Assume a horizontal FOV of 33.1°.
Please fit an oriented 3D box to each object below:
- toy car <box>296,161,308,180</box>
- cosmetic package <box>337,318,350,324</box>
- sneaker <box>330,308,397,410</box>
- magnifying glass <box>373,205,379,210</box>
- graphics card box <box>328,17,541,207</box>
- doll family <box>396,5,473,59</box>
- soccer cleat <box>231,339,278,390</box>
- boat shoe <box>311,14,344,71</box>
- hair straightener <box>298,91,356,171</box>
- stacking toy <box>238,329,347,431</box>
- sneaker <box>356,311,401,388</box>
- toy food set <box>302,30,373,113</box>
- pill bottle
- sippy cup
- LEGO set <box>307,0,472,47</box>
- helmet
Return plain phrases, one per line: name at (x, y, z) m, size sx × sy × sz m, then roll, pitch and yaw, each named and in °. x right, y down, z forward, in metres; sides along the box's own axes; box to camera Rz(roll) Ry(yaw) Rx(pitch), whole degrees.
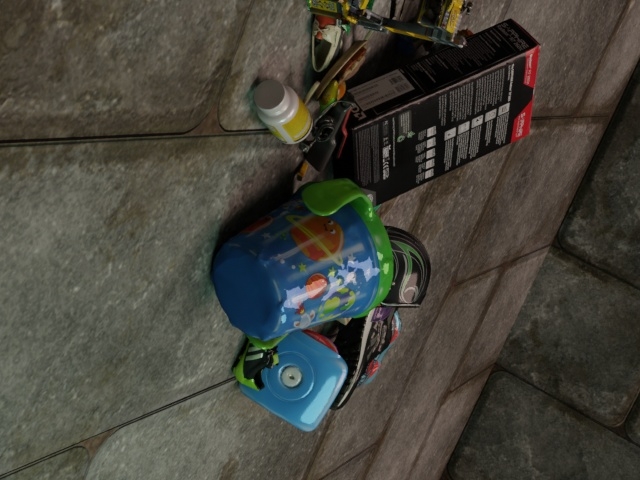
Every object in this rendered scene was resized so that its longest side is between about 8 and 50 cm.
toy car at (0.000, -0.093, 1.823) m, size 0.122 × 0.060 × 0.041 m, roll 70°, pitch 40°, yaw -64°
cosmetic package at (0.035, 0.116, 2.152) m, size 0.041 × 0.060 × 0.115 m, roll -50°, pitch 155°, yaw -21°
sneaker at (0.095, 0.227, 2.255) m, size 0.124 × 0.107 × 0.283 m, roll 21°, pitch 89°, yaw -40°
magnifying glass at (0.145, -0.148, 2.118) m, size 0.231 × 0.026 × 0.092 m, roll -56°, pitch 158°, yaw -14°
graphics card box at (0.196, -0.212, 1.865) m, size 0.370 × 0.094 × 0.233 m, roll -27°, pitch 147°, yaw -14°
doll family at (0.213, -0.300, 1.952) m, size 0.163 × 0.118 × 0.263 m, roll -37°, pitch 151°, yaw -40°
soccer cleat at (-0.099, 0.184, 1.921) m, size 0.060 × 0.072 × 0.179 m, roll -17°, pitch 132°, yaw -60°
boat shoe at (0.008, -0.308, 1.595) m, size 0.043 × 0.049 × 0.137 m, roll -46°, pitch 159°, yaw -28°
hair straightener at (0.011, -0.162, 1.689) m, size 0.089 × 0.047 × 0.230 m, roll -42°, pitch 176°, yaw -21°
stacking toy at (-0.021, 0.241, 2.095) m, size 0.166 × 0.175 × 0.302 m, roll -61°, pitch 170°, yaw 8°
sneaker at (0.093, 0.236, 2.369) m, size 0.125 × 0.104 × 0.262 m, roll -27°, pitch 140°, yaw -51°
toy food set at (0.038, -0.256, 1.675) m, size 0.192 × 0.038 × 0.132 m, roll -49°, pitch 180°, yaw -28°
pill bottle at (-0.057, -0.189, 1.569) m, size 0.065 × 0.065 × 0.116 m, roll -59°, pitch 159°, yaw -6°
sippy cup at (-0.041, 0.046, 1.710) m, size 0.224 × 0.240 × 0.306 m, roll -25°, pitch 116°, yaw -40°
LEGO set at (0.139, -0.413, 1.486) m, size 0.255 × 0.192 × 0.331 m, roll 24°, pitch 85°, yaw -64°
helmet at (0.135, 0.052, 2.140) m, size 0.169 × 0.169 × 0.162 m, roll 15°, pitch 75°, yaw -68°
